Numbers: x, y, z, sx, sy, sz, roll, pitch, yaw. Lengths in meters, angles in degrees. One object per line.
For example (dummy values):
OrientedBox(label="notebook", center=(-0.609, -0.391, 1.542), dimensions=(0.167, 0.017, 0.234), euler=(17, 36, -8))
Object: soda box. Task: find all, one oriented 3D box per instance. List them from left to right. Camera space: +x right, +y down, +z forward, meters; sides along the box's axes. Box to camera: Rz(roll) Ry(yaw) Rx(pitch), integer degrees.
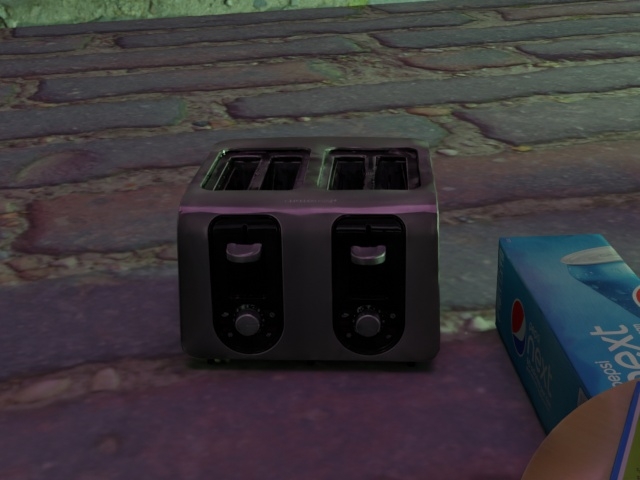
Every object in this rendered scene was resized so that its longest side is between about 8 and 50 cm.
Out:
OrientedBox(label="soda box", center=(0.157, 0.065, 0.529), dimensions=(0.071, 0.067, 0.210), euler=(-2, 23, -2))

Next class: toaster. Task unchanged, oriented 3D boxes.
OrientedBox(label="toaster", center=(0.000, 0.000, 0.641), dimensions=(0.168, 0.110, 0.186), euler=(1, 22, 4))

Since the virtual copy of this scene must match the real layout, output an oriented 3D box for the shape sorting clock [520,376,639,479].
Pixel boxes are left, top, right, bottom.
OrientedBox(label="shape sorting clock", center=(0.173, 0.131, 0.345), dimensions=(0.206, 0.040, 0.206), euler=(0, 39, 0))
